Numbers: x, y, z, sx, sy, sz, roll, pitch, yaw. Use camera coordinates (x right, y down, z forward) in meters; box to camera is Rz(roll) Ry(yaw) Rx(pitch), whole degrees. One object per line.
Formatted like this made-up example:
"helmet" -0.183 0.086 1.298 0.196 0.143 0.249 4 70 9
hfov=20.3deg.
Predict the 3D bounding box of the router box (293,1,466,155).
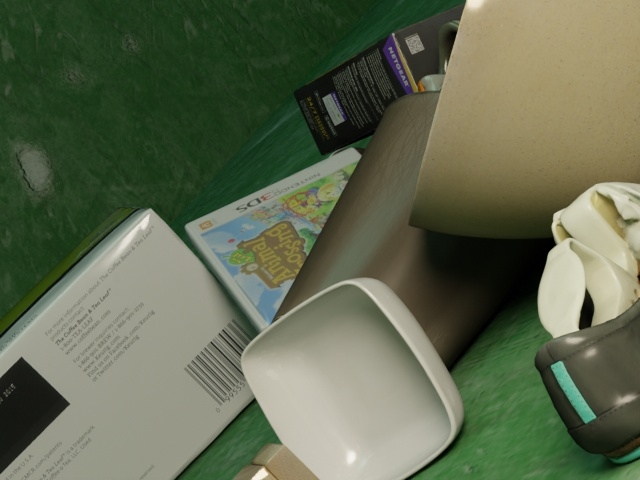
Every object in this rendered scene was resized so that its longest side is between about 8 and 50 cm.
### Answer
"router box" 0.157 -0.201 1.867 0.309 0.081 0.243 -25 1 -27

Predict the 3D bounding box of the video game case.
"video game case" -0.008 -0.001 1.713 0.193 0.023 0.212 -26 36 -11

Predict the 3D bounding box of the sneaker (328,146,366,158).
"sneaker" 0.010 0.038 1.799 0.290 0.106 0.123 -64 -10 -47

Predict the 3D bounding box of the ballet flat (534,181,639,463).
"ballet flat" 0.185 0.020 1.073 0.095 0.096 0.280 -40 10 29

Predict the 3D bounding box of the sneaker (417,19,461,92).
"sneaker" 0.123 -0.080 1.598 0.100 0.108 0.271 -38 32 53

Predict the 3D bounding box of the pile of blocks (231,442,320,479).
"pile of blocks" -0.072 0.241 1.140 0.149 0.112 0.362 -41 10 18

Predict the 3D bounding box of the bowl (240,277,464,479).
"bowl" 0.030 0.102 1.264 0.142 0.142 0.053 -35 -5 35

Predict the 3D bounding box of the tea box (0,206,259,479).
"tea box" -0.241 0.150 1.894 0.329 0.220 0.323 -45 11 -7

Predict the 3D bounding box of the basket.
"basket" 0.074 0.016 1.397 0.204 0.154 0.227 6 51 43

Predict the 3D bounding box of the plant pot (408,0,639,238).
"plant pot" 0.190 -0.120 1.228 0.284 0.191 0.284 16 -90 -86
